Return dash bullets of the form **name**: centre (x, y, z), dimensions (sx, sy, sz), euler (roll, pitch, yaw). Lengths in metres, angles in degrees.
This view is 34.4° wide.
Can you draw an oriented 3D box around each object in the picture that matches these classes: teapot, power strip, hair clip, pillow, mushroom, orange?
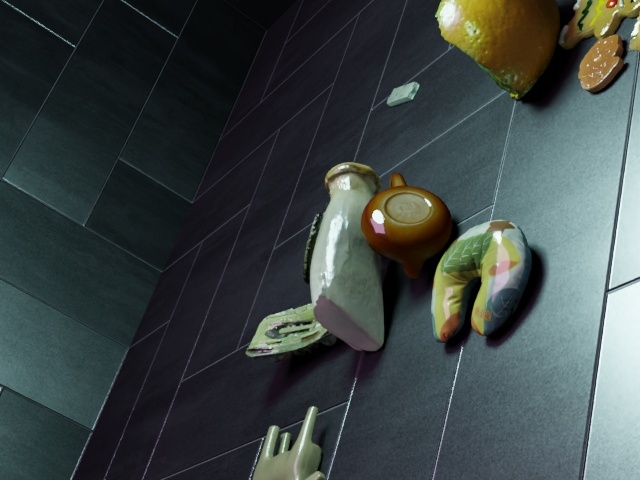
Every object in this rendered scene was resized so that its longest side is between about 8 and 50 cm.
- **teapot**: centre (0.164, -0.032, 2.056), dimensions (0.252, 0.178, 0.135), euler (-99, 11, -46)
- **power strip**: centre (0.209, -0.375, 2.659), dimensions (0.051, 0.019, 0.136), euler (-64, 21, -14)
- **hair clip**: centre (-0.022, 0.194, 2.259), dimensions (0.321, 0.091, 0.138), euler (-23, 29, 39)
- **pillow**: centre (0.273, 0.070, 1.765), dimensions (0.233, 0.086, 0.214), euler (-15, 57, 59)
- **mushroom**: centre (0.051, 0.023, 2.096), dimensions (0.137, 0.154, 0.407), euler (127, 149, -53)
- **orange**: centre (0.355, -0.444, 2.052), dimensions (0.196, 0.263, 0.334), euler (-43, 18, 45)

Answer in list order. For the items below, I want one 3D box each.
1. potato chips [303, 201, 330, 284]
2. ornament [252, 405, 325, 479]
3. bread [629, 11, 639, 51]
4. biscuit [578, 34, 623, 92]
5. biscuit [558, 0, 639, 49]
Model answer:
- **potato chips**: centre (-0.004, -0.001, 2.466), dimensions (0.220, 0.029, 0.202), euler (-56, -24, -60)
- **ornament**: centre (-0.052, 0.441, 1.991), dimensions (0.230, 0.061, 0.244), euler (-35, 28, 43)
- **bread**: centre (0.578, -0.342, 1.633), dimensions (0.134, 0.085, 0.173), euler (-58, 19, 1)
- **biscuit**: centre (0.507, -0.319, 1.865), dimensions (0.102, 0.019, 0.130), euler (-44, 24, 35)
- **biscuit**: centre (0.543, -0.443, 1.948), dimensions (0.240, 0.035, 0.158), euler (-10, 53, 65)
